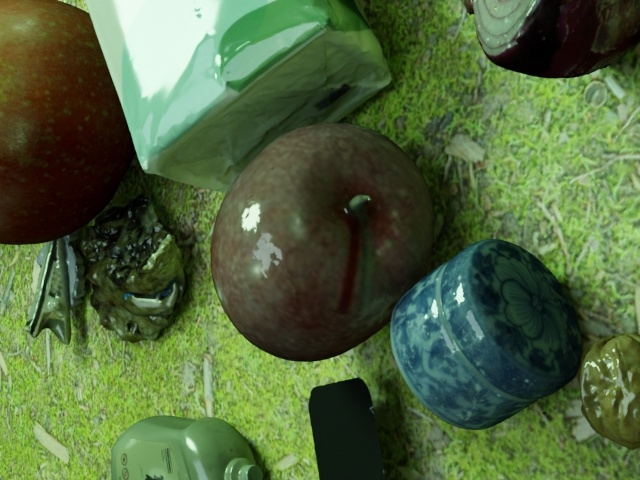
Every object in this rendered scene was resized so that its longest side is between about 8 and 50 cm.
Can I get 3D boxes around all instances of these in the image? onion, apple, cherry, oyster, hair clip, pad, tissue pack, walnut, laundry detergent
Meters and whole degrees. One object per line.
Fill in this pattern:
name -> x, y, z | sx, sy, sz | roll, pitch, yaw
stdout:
onion -> 0.198, -0.225, 0.870 | 0.218, 0.139, 0.195 | 162, 109, -70
apple -> -0.393, -0.163, 1.370 | 0.348, 0.277, 0.348 | -7, 82, 57
cherry -> 0.000, 0.000, 1.001 | 0.213, 0.236, 0.285 | 56, 157, 8
oyster -> -0.265, 0.049, 1.400 | 0.214, 0.083, 0.223 | 38, 123, 43
hair clip -> -0.404, 0.013, 1.551 | 0.106, 0.084, 0.292 | -10, 77, 51
pad -> 0.090, 0.256, 1.028 | 0.323, 0.055, 0.250 | -19, 76, 45
tissue pack -> -0.110, -0.266, 1.121 | 0.266, 0.194, 0.356 | -33, 65, 22
walnut -> 0.252, 0.125, 0.844 | 0.079, 0.082, 0.096 | 154, 111, -74
laundry detergent -> -0.159, 0.304, 1.268 | 0.253, 0.091, 0.181 | -17, 78, 45

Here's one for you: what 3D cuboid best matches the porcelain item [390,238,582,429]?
porcelain item -> 0.150, 0.081, 0.901 | 0.114, 0.147, 0.147 | -38, 62, 39
